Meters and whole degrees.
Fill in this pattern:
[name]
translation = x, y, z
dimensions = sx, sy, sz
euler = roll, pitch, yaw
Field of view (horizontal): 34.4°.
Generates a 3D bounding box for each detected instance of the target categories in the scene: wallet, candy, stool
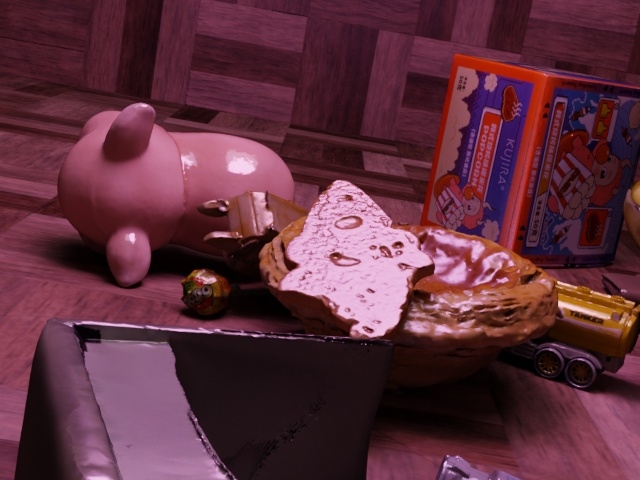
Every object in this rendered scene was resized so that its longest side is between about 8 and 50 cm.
[wallet]
translation = 0.560, 0.086, 1.747
dimensions = 0.153, 0.038, 0.118
euler = 7, 15, -6
[candy]
translation = -0.105, 0.066, 1.336
dimensions = 0.060, 0.060, 0.201
euler = 18, 7, 30
[stool]
translation = -0.044, 0.174, 0.644
dimensions = 0.270, 0.170, 0.243
euler = 5, 15, -21

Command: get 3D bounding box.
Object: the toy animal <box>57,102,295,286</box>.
[toy animal]
translation = -0.203, -0.066, 1.438
dimensions = 0.326, 0.237, 0.269
euler = 6, 6, 8

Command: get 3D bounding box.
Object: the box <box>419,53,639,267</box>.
[box]
translation = 0.412, -0.150, 1.952
dimensions = 0.319, 0.348, 0.257
euler = 1, 16, -38

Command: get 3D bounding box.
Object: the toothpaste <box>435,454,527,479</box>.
[toothpaste]
translation = 0.204, 0.236, 0.831
dimensions = 0.234, 0.057, 0.089
euler = 18, 16, 7

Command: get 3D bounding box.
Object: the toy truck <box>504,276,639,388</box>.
[toy truck]
translation = 0.287, 0.102, 1.305
dimensions = 0.227, 0.114, 0.098
euler = 16, 15, 25

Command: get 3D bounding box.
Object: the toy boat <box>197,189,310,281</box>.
[toy boat]
translation = -0.041, 0.015, 1.374
dimensions = 0.310, 0.115, 0.089
euler = 24, 43, -49

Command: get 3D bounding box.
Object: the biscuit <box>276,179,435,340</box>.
[biscuit]
translation = 0.034, 0.020, 1.065
dimensions = 0.163, 0.035, 0.250
euler = -1, 42, -6

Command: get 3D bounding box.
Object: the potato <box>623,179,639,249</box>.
[potato]
translation = 0.498, 0.014, 1.268
dimensions = 0.272, 0.111, 0.160
euler = 22, 39, 30

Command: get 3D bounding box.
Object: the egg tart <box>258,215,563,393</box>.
[egg tart]
translation = 0.096, 0.075, 1.189
dimensions = 0.352, 0.150, 0.352
euler = 6, 19, -2
